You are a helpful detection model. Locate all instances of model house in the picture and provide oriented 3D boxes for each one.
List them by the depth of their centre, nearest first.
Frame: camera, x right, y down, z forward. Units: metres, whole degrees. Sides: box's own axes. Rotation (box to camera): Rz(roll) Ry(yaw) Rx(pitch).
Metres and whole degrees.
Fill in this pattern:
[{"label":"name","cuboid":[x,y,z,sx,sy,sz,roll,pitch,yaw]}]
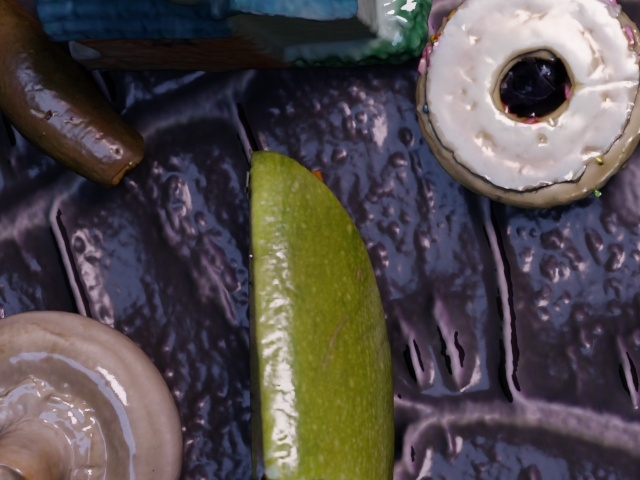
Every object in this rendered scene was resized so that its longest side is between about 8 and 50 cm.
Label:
[{"label":"model house","cuboid":[-0.074,-0.218,0.893,0.267,0.325,0.194,1,93,11]}]

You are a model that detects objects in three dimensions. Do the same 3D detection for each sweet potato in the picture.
[{"label":"sweet potato","cuboid":[-0.230,-0.130,1.054,0.077,0.077,0.244,-46,79,9]}]

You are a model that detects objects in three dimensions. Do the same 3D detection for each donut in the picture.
[{"label":"donut","cuboid":[0.154,-0.107,0.980,0.174,0.068,0.174,0,90,9]}]

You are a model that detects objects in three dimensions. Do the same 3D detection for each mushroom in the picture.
[{"label":"mushroom","cuboid":[-0.207,0.158,0.982,0.207,0.215,0.207,1,96,5]}]

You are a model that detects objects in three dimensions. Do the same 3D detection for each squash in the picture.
[{"label":"squash","cuboid":[0.004,0.071,1.014,0.093,0.169,0.252,-6,67,9]}]

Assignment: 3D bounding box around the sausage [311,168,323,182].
[{"label":"sausage","cuboid":[0.000,0.000,1.030,0.031,0.031,0.107,-16,88,11]}]
